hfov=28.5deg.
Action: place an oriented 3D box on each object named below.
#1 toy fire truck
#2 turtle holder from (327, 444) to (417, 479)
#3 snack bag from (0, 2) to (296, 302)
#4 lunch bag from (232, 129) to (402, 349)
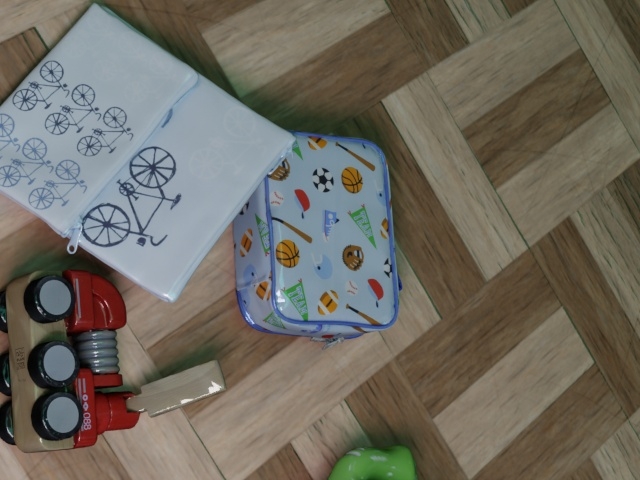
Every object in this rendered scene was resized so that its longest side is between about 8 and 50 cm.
[{"bbox_3d":[-0.264,0.147,1.582,0.246,0.158,0.217,4,76,-43],"label":"toy fire truck"},{"bbox_3d":[0.053,0.442,1.670,0.227,0.243,0.320,34,22,-37],"label":"turtle holder"},{"bbox_3d":[-0.245,-0.117,1.650,0.342,0.037,0.323,35,61,1],"label":"snack bag"},{"bbox_3d":[0.000,0.000,1.789,0.243,0.115,0.303,6,75,-33],"label":"lunch bag"}]
